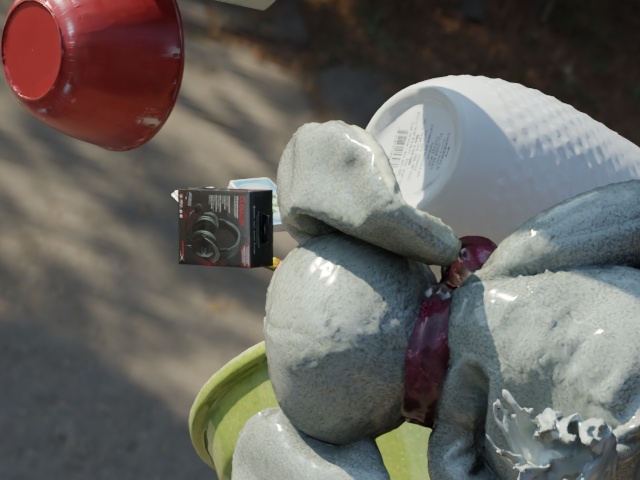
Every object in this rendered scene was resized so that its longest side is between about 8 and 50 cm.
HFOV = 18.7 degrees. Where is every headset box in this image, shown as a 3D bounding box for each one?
[{"bbox_3d":[-0.072,-0.010,1.538,0.083,0.062,0.032,4,6,37],"label":"headset box"}]

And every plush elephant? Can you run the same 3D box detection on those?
[{"bbox_3d":[0.082,0.070,1.109,0.255,0.272,0.330,22,9,24],"label":"plush elephant"}]

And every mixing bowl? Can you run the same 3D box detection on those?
[{"bbox_3d":[-0.213,-0.166,1.686,0.098,0.181,0.181,-5,41,-45],"label":"mixing bowl"}]

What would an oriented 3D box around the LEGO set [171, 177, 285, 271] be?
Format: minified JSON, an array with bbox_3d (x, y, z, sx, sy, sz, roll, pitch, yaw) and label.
[{"bbox_3d":[0.000,0.000,1.806,0.182,0.060,0.244,-7,39,-38],"label":"LEGO set"}]

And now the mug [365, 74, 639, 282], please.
[{"bbox_3d":[0.189,-0.008,2.309,0.328,0.374,0.276,25,2,-41],"label":"mug"}]

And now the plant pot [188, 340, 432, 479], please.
[{"bbox_3d":[0.060,0.223,1.391,0.276,0.276,0.254,5,55,-26],"label":"plant pot"}]

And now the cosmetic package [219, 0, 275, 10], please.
[{"bbox_3d":[-0.124,-0.445,1.658,0.161,0.230,0.453,3,52,-53],"label":"cosmetic package"}]
